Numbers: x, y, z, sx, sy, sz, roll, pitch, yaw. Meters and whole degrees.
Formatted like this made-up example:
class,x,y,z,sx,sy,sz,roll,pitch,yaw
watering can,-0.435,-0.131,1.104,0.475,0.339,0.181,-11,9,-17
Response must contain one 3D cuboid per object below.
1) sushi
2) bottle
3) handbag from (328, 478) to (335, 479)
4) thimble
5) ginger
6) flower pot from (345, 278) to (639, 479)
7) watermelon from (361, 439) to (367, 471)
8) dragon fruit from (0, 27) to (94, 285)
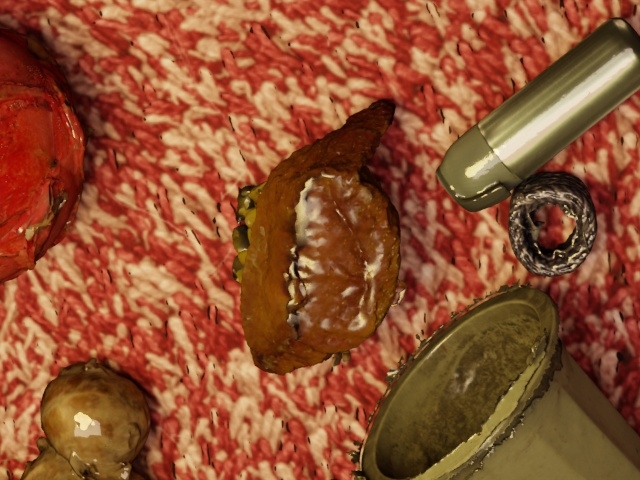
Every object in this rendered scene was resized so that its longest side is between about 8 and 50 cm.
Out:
class,x,y,z,sx,sy,sz,roll,pitch,yaw
sushi,-0.002,0.003,1.766,0.167,0.179,0.296,-1,109,-10
bottle,0.236,-0.124,1.724,0.254,0.096,0.079,-38,132,15
handbag,-0.058,0.473,1.910,0.329,0.122,0.303,-23,101,14
thimble,0.248,-0.018,1.765,0.095,0.066,0.104,-16,105,12
ginger,-0.316,0.326,1.865,0.375,0.176,0.256,-39,83,8
flower pot,0.212,0.226,1.749,0.290,0.290,0.259,-42,109,15
watermelon,0.080,0.265,1.880,0.061,0.085,0.085,-22,103,-18
dragon fruit,-0.384,-0.079,1.727,0.296,0.301,0.295,-1,124,-2
